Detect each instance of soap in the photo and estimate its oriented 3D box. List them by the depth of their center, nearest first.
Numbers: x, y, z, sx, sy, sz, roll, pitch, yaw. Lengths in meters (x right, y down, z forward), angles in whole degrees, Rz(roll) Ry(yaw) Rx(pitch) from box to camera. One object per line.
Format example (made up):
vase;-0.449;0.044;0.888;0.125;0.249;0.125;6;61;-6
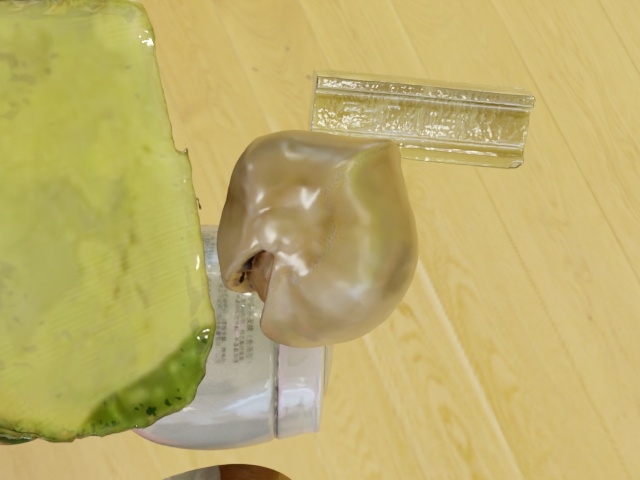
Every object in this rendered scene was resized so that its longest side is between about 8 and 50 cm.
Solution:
soap;0.112;-0.136;1.157;0.252;0.037;0.092;5;113;-7

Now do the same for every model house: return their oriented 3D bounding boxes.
model house;-0.263;-0.011;0.765;0.266;0.261;0.321;-6;96;47

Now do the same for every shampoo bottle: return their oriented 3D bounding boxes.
shampoo bottle;-0.116;0.118;1.242;0.266;0.273;0.273;3;86;-2

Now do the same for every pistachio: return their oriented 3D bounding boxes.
pistachio;0.000;0.000;0.525;0.113;0.149;0.113;0;79;1

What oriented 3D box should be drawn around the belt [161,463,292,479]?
belt;-0.145;0.364;1.224;0.261;0.184;0.105;-19;35;15
